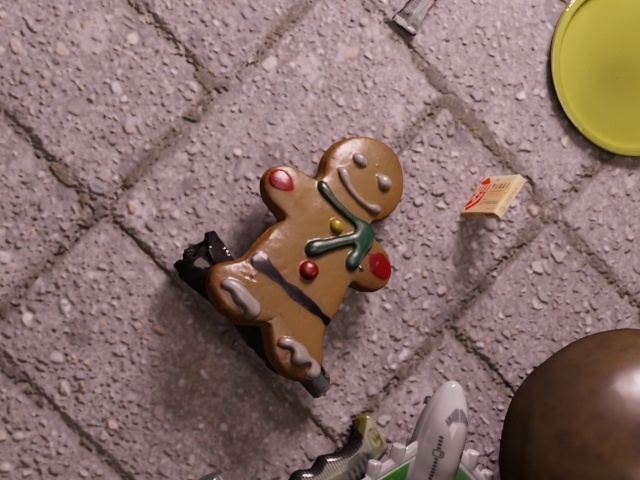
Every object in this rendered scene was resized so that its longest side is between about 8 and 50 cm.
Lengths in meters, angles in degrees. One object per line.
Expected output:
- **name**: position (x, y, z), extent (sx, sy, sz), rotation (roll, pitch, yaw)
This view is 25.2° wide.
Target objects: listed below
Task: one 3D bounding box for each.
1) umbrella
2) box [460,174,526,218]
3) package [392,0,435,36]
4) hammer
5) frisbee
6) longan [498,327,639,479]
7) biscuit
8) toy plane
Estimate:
- **umbrella**: position (-0.073, 0.094, 1.657), extent (0.066, 0.059, 0.236), rotation (-39, 103, 5)
- **box**: position (0.208, -0.053, 1.723), extent (0.015, 0.093, 0.058), rotation (40, 78, -16)
- **package**: position (0.132, -0.301, 1.739), extent (0.037, 0.015, 0.110), rotation (39, 81, -14)
- **hammer**: position (-0.020, 0.294, 1.680), extent (0.226, 0.041, 0.159), rotation (-33, 100, -15)
- **frisbee**: position (0.397, -0.223, 1.820), extent (0.236, 0.017, 0.236), rotation (0, 90, -18)
- **longan**: position (0.362, 0.249, 1.667), extent (0.318, 0.319, 0.319), rotation (0, 90, -17)
- **biscuit**: position (0.000, 0.000, 1.652), extent (0.197, 0.049, 0.301), rotation (45, 64, -18)
- **toy plane**: position (0.122, 0.284, 1.681), extent (0.251, 0.101, 0.255), rotation (8, 96, -24)
